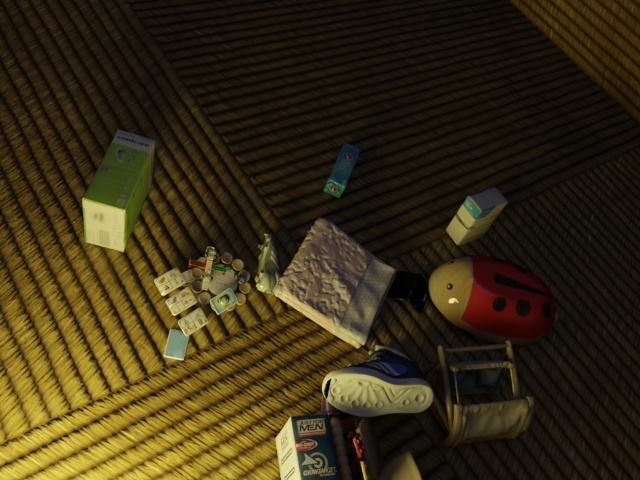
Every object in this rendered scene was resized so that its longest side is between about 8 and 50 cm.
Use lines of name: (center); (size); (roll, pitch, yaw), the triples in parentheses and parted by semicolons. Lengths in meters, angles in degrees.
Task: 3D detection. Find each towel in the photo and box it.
towel: (0.057, 0.123, 1.890); (0.317, 0.053, 0.332); (34, 50, -5)

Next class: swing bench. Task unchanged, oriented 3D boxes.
swing bench: (0.449, 0.439, 1.755); (0.253, 0.165, 0.255); (-1, 56, -21)

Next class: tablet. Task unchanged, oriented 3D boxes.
tablet: (-0.392, 0.283, 1.672); (0.054, 0.006, 0.083); (13, 53, -11)

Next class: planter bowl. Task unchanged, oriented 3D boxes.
planter bowl: (0.202, 0.628, 1.548); (0.109, 0.162, 0.162); (-18, 60, -3)

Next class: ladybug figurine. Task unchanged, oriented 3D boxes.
ladybug figurine: (0.579, 0.177, 1.994); (0.449, 0.162, 0.305); (15, 51, -9)

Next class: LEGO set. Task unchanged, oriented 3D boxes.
LEGO set: (-0.333, 0.132, 1.749); (0.244, 0.060, 0.183); (-33, 99, -31)

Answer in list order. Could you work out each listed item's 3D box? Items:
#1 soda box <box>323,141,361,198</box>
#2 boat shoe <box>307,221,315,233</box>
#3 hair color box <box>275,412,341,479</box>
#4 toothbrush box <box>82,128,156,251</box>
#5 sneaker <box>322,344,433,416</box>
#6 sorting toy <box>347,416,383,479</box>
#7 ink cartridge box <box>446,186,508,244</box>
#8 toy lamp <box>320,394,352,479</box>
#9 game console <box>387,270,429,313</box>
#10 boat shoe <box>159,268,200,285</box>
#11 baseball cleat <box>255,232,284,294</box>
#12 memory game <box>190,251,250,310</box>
soda box: (0.078, -0.252, 2.189); (0.067, 0.071, 0.210); (25, 51, -2)
boat shoe: (-0.002, 0.000, 1.996); (0.048, 0.042, 0.133); (-12, 61, -29)
hair color box: (-0.017, 0.610, 1.458); (0.105, 0.174, 0.347); (0, 56, -20)
toothbrush box: (-0.583, -0.145, 1.790); (0.122, 0.206, 0.283); (17, 52, -7)
sneaker: (0.133, 0.373, 1.695); (0.322, 0.130, 0.236); (9, 13, -17)
sorting toy: (0.111, 0.531, 1.575); (0.046, 0.274, 0.132); (-19, 88, 13)
ink cartridge box: (0.547, -0.084, 2.155); (0.139, 0.191, 0.082); (-18, 62, -30)
toy lamp: (0.051, 0.534, 1.604); (0.080, 0.080, 0.275); (2, 58, -18)
game console: (0.291, 0.167, 1.996); (0.107, 0.071, 0.122); (48, 48, -21)
boat shoe: (-0.410, 0.111, 1.771); (0.125, 0.038, 0.046); (-18, 79, -29)
baseball cleat: (-0.143, 0.077, 1.883); (0.109, 0.072, 0.206); (22, 54, -21)
memory game: (-0.291, 0.118, 1.796); (0.186, 0.012, 0.186); (10, 66, -23)
